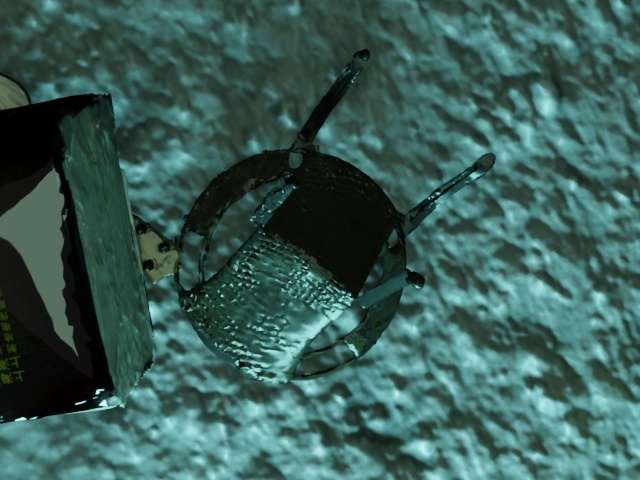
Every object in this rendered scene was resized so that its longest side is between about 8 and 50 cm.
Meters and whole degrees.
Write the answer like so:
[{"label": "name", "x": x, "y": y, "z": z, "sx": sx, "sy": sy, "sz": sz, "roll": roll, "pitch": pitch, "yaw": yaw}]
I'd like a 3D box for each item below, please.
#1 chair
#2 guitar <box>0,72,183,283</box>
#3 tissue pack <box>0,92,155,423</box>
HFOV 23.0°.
[{"label": "chair", "x": 0.000, "y": 0.000, "z": 1.139, "sx": 0.174, "sy": 0.149, "sz": 0.213, "roll": 38, "pitch": 134, "yaw": -9}, {"label": "guitar", "x": -0.208, "y": -0.064, "z": 1.140, "sx": 0.271, "sy": 0.038, "sz": 0.084, "roll": 40, "pitch": 92, "yaw": -5}, {"label": "tissue pack", "x": -0.314, "y": 0.034, "z": 1.042, "sx": 0.370, "sy": 0.198, "sz": 0.210, "roll": -8, "pitch": 102, "yaw": 5}]
